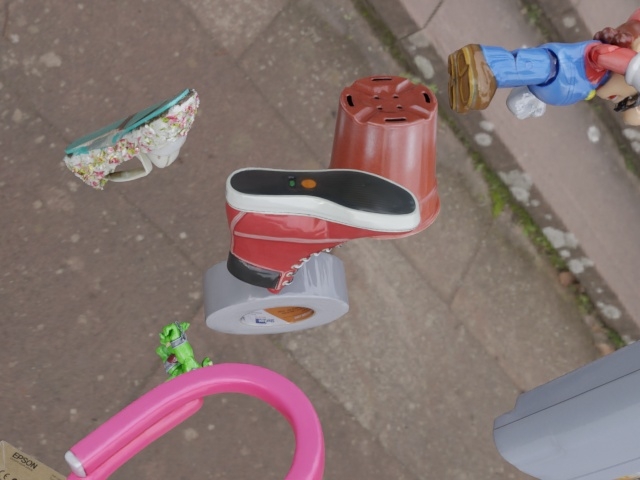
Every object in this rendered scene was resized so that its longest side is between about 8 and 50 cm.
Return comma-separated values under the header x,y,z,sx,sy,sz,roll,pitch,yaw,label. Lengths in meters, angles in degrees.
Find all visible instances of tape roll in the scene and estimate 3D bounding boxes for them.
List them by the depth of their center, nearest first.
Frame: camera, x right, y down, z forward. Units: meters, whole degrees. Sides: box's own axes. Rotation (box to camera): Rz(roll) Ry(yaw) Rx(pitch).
x,y,z,sx,sy,sz,roll,pitch,yaw,label
-0.068,0.083,1.203,0.219,0.219,0.072,11,64,-39,tape roll

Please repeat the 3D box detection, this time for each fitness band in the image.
x,y,z,sx,sy,sz,roll,pitch,yaw,label
-0.130,0.237,0.783,0.291,0.209,0.054,-35,140,-28,fitness band

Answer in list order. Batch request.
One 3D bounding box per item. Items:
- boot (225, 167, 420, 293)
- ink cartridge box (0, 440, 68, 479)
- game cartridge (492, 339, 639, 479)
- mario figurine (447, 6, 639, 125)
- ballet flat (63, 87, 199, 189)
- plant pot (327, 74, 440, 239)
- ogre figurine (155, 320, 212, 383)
x,y,z,sx,sy,sz,roll,pitch,yaw,label
0.000,0.000,1.027,0.088,0.245,0.176,-85,179,-51,boot
-0.469,0.471,1.326,0.235,0.193,0.088,26,39,11,ink cartridge box
0.306,0.165,0.588,0.297,0.198,0.062,25,56,-17,game cartridge
0.332,-0.189,1.002,0.198,0.321,0.170,-96,180,-48,mario figurine
-0.223,-0.121,0.989,0.077,0.241,0.091,58,42,-22,ballet flat
0.134,-0.190,1.692,0.272,0.273,0.265,-42,147,-39,plant pot
-0.262,0.236,1.500,0.097,0.197,0.118,-18,67,-40,ogre figurine
